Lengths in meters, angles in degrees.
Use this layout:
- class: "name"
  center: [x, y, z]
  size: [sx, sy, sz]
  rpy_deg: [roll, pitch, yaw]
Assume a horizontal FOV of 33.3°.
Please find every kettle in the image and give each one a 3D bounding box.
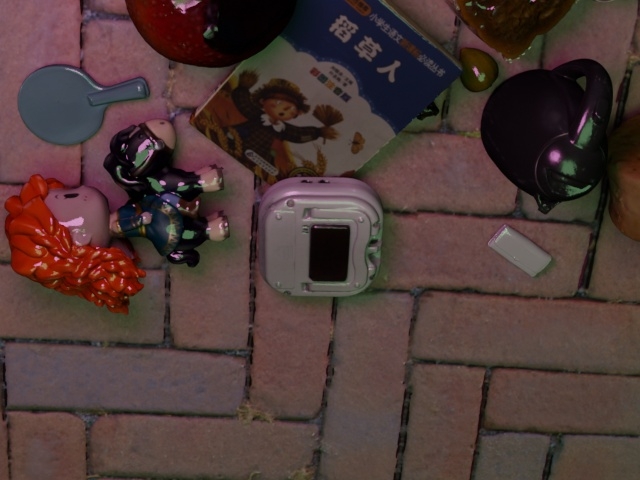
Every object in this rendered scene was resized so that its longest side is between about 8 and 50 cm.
- class: "kettle"
  center: [0.422, -0.197, 1.895]
  size: [0.208, 0.290, 0.268]
  rpy_deg: [17, 110, -10]

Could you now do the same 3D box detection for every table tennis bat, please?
- class: "table tennis bat"
  center: [-0.432, -0.256, 1.954]
  size: [0.244, 0.040, 0.152]
  rpy_deg: [-12, 115, 6]

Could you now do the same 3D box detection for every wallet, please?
- class: "wallet"
  center: [0.397, 0.021, 2.133]
  size: [0.122, 0.025, 0.061]
  rpy_deg: [34, 114, -17]

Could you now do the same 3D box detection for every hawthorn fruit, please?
- class: "hawthorn fruit"
  center: [-0.181, -0.418, 1.752]
  size: [0.316, 0.316, 0.315]
  rpy_deg: [-1, 114, -3]

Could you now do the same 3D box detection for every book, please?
- class: "book"
  center: [0.003, -0.263, 1.917]
  size: [0.300, 0.039, 0.428]
  rpy_deg: [37, 123, -18]

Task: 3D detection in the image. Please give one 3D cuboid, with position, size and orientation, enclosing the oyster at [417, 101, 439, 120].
- class: "oyster"
  center: [0.100, -0.344, 1.933]
  size: [0.129, 0.078, 0.345]
  rpy_deg: [-42, 107, 5]

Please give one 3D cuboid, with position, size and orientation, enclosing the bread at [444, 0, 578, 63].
- class: "bread"
  center: [0.339, -0.442, 1.878]
  size: [0.210, 0.109, 0.192]
  rpy_deg: [-43, 111, 14]

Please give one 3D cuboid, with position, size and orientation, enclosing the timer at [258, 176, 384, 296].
- class: "timer"
  center: [0.000, 0.000, 2.040]
  size: [0.237, 0.087, 0.262]
  rpy_deg: [2, 128, 0]

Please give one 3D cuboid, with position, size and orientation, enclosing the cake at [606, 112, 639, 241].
- class: "cake"
  center: [0.691, -0.060, 1.962]
  size: [0.333, 0.332, 0.321]
  rpy_deg: [-17, 122, 4]

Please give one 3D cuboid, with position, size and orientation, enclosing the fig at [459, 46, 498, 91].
- class: "fig"
  center: [0.284, -0.315, 1.953]
  size: [0.074, 0.074, 0.088]
  rpy_deg: [-31, 94, 10]

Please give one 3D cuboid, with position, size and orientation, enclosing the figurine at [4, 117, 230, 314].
- class: "figurine"
  center: [-0.365, -0.043, 1.965]
  size: [0.412, 0.241, 0.306]
  rpy_deg: [-35, 120, 1]

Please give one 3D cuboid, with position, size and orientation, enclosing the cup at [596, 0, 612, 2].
- class: "cup"
  center: [0.507, -0.458, 1.899]
  size: [0.100, 0.077, 0.078]
  rpy_deg: [17, 112, -11]
